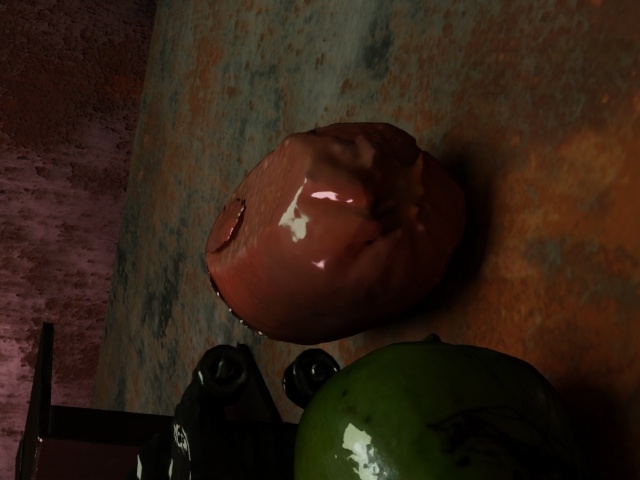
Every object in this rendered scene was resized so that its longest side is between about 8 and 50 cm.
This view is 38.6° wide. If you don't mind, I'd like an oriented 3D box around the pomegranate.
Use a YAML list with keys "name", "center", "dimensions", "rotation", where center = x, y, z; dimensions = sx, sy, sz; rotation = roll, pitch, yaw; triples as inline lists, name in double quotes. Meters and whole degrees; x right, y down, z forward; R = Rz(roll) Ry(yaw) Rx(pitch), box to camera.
- name: "pomegranate"
  center: [0.079, 0.124, 0.428]
  dimensions: [0.191, 0.152, 0.131]
  rotation: [33, 115, 54]

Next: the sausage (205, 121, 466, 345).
- name: "sausage"
  center: [0.000, 0.000, 0.685]
  dimensions: [0.280, 0.152, 0.152]
  rotation: [148, 128, -65]

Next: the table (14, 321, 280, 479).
- name: "table"
  center: [-0.185, 0.230, 0.964]
  dimensions: [0.282, 0.251, 0.196]
  rotation: [-129, 50, -66]

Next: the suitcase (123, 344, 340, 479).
- name: "suitcase"
  center: [-0.035, 0.313, 0.583]
  dimensions: [0.283, 0.194, 0.433]
  rotation: [124, 148, -58]
